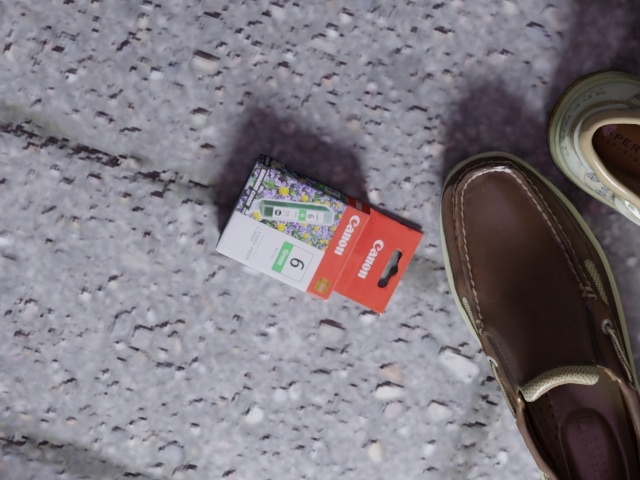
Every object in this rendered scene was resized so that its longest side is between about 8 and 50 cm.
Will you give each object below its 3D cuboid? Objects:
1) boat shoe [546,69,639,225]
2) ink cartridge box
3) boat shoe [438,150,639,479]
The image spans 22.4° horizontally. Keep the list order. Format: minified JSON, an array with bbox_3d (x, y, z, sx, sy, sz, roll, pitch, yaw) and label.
[{"bbox_3d":[0.267,-0.007,0.958,0.285,0.089,0.105,23,103,-5],"label":"boat shoe"},{"bbox_3d":[0.000,0.000,0.994,0.115,0.029,0.063,25,103,-5],"label":"ink cartridge box"},{"bbox_3d":[0.145,0.068,0.963,0.095,0.095,0.257,-25,94,7],"label":"boat shoe"}]
